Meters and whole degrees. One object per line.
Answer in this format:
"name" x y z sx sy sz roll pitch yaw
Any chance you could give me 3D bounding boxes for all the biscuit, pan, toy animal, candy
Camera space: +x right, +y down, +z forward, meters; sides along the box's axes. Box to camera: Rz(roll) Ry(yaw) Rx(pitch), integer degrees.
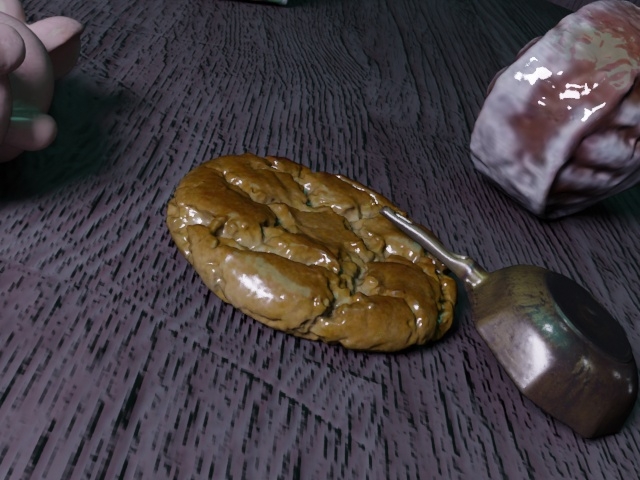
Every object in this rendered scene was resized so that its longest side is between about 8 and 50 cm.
"biscuit" 0.000 0.000 0.612 0.226 0.042 0.226 19 25 -9
"pan" 0.131 0.043 0.572 0.202 0.048 0.128 33 26 -12
"toy animal" -0.218 -0.100 0.563 0.124 0.124 0.212 22 17 -3
"candy" 0.271 -0.124 0.867 0.157 0.214 0.290 43 32 23

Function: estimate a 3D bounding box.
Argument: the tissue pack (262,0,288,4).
"tissue pack" -0.139 -0.430 1.087 0.311 0.227 0.128 -9 40 -47
